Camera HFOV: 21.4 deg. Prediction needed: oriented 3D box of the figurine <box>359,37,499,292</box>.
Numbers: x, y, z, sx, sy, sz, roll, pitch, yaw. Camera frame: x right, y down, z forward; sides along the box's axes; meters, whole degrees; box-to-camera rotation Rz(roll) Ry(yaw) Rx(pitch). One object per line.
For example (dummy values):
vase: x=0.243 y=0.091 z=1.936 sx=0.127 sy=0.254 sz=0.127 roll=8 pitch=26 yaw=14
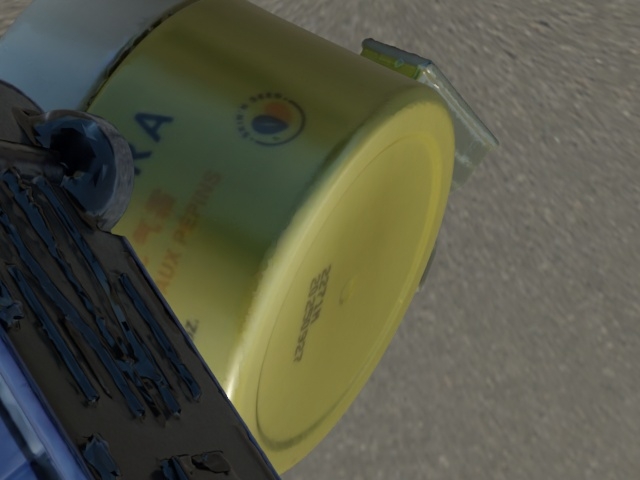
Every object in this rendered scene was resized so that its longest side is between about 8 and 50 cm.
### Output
figurine: x=0.001 y=0.001 z=1.313 sx=0.167 sy=0.342 sz=0.285 roll=32 pitch=83 yaw=18

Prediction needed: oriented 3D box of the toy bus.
toy bus: x=-0.093 y=0.074 z=0.576 sx=0.133 sy=0.125 sz=0.292 roll=-40 pitch=72 yaw=17

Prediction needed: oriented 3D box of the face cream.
face cream: x=-0.060 y=-0.012 z=0.854 sx=0.179 sy=0.218 sz=0.218 roll=26 pitch=101 yaw=19
